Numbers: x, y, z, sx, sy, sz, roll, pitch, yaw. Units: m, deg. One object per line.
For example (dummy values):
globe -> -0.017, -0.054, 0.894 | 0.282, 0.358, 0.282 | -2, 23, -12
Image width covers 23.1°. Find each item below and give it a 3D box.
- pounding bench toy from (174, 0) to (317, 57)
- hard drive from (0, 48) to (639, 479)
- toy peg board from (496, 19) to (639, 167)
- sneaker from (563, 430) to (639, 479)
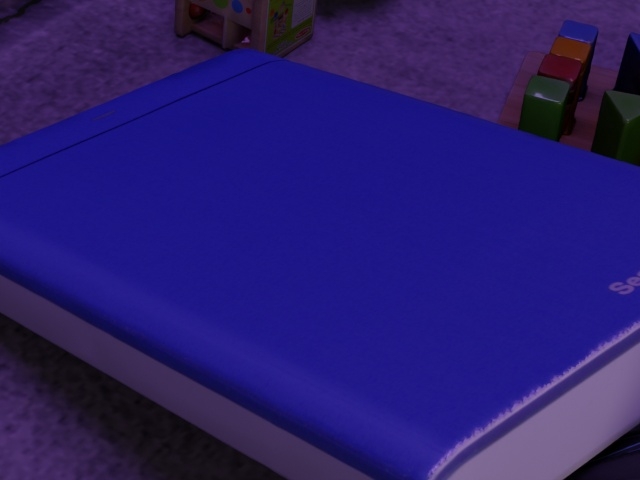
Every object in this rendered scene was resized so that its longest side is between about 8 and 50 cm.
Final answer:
pounding bench toy -> -0.034, -0.142, 0.858 | 0.065, 0.052, 0.083 | 28, 44, 24
hard drive -> 0.000, 0.000, 0.634 | 0.210, 0.040, 0.319 | -28, 35, -35
toy peg board -> 0.167, -0.056, 0.762 | 0.161, 0.079, 0.160 | 16, 40, 10
sneaker -> 0.166, 0.087, 0.519 | 0.267, 0.101, 0.106 | -10, 15, 26
